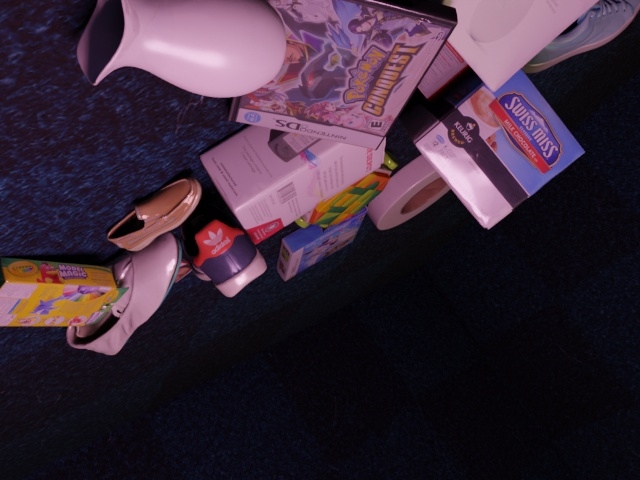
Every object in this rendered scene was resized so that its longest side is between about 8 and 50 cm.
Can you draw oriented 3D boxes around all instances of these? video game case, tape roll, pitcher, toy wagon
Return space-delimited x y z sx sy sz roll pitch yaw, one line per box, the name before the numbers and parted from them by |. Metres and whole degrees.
video game case | 0.000 0.000 1.755 0.269 0.061 0.244 -30 166 -19
tape roll | 0.325 -0.176 1.890 0.392 0.072 0.392 -32 165 -9
video game case | 0.015 -0.239 0.812 0.248 0.035 0.275 9 151 -15
pitcher | -0.134 -0.242 0.616 0.207 0.125 0.177 -7 135 -39
toy wagon | 0.084 -0.129 1.514 0.267 0.068 0.344 -40 164 21

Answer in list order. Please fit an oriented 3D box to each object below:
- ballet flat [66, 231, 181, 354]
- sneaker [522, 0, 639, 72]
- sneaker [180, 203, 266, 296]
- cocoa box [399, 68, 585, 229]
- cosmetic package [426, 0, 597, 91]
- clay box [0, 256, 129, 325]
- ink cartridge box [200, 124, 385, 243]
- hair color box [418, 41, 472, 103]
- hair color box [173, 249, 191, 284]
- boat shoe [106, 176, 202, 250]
ballet flat | -0.406 0.118 1.149 0.139 0.139 0.400 -18 159 -48
sneaker | 0.602 -0.511 1.312 0.366 0.135 0.150 -34 168 -6
sneaker | -0.212 -0.003 1.128 0.131 0.148 0.350 -41 -161 -16
cocoa box | 0.330 -0.222 1.199 0.228 0.231 0.347 -40 -167 14
cosmetic package | 0.251 -0.376 0.808 0.225 0.138 0.224 -40 136 23
clay box | -0.455 0.093 0.988 0.127 0.053 0.222 -41 152 24
ink cartridge box | -0.041 -0.145 1.069 0.306 0.131 0.226 -34 165 -7
hair color box | 0.248 -0.355 1.111 0.167 0.093 0.053 -39 166 19
hair color box | -0.347 0.077 1.275 0.141 0.043 0.072 -38 164 11
boat shoe | -0.286 -0.045 0.990 0.190 0.068 0.072 -39 153 17
